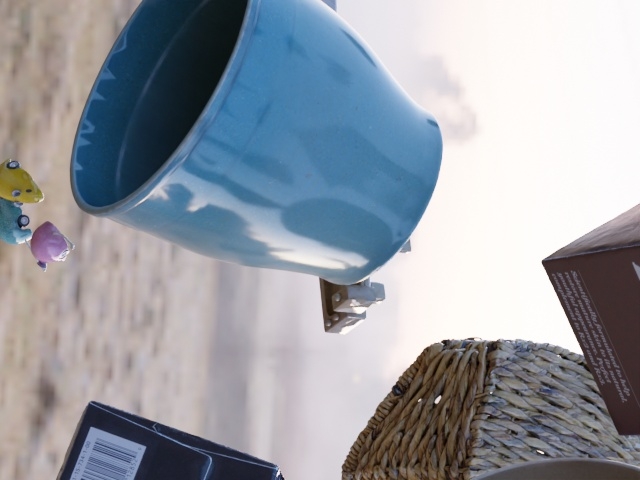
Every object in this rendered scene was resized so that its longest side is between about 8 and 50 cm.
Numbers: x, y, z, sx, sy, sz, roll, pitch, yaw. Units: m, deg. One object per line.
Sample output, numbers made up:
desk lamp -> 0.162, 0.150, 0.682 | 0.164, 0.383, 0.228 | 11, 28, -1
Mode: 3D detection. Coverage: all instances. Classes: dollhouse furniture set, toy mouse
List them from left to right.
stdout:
toy mouse -> -0.297, -0.011, 2.003 | 0.161, 0.031, 0.143 | 41, -31, 31
dollhouse furniture set -> 0.000, 0.000, 2.033 | 0.151, 0.123, 0.144 | -38, -129, 53

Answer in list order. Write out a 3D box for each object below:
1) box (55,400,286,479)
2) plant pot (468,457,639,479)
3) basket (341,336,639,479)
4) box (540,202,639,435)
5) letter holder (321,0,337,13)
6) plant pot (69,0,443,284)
box -> -0.142, 0.270, 1.528 | 0.142, 0.163, 0.247 | 81, 29, -75
plant pot -> 0.217, 0.354, 1.777 | 0.284, 0.284, 0.191 | -86, 166, -61
basket -> 0.205, 0.231, 2.281 | 0.223, 0.299, 0.213 | -10, -121, 48
box -> 0.326, 0.039, 1.602 | 0.167, 0.203, 0.168 | -11, -75, 64
letter holder -> -0.034, -0.339, 2.135 | 0.214, 0.152, 0.302 | 36, 29, -34
plant pot -> -0.043, -0.090, 1.769 | 0.271, 0.255, 0.272 | -40, -146, 34
